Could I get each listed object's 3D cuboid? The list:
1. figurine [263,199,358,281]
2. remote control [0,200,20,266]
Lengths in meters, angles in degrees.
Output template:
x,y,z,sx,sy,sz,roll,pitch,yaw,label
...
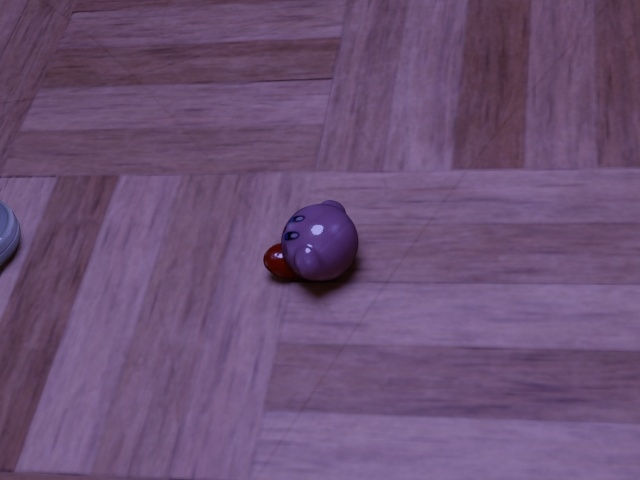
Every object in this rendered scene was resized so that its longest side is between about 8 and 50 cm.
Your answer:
x,y,z,sx,sy,sz,roll,pitch,yaw,label
0.000,0.000,0.976,0.067,0.071,0.083,35,65,-12,figurine
-0.367,0.047,1.040,0.078,0.042,0.221,24,58,30,remote control
